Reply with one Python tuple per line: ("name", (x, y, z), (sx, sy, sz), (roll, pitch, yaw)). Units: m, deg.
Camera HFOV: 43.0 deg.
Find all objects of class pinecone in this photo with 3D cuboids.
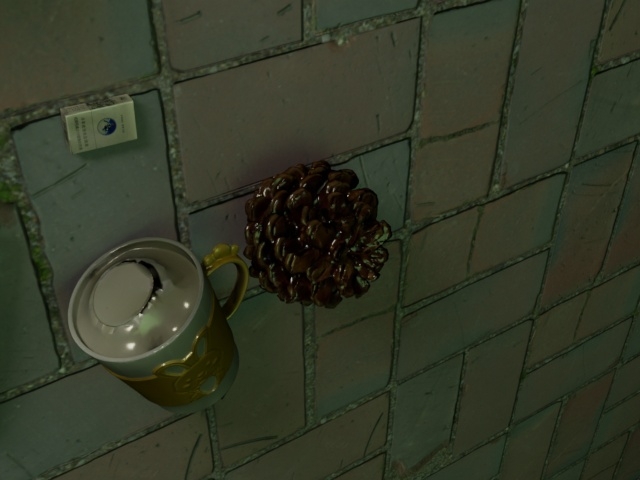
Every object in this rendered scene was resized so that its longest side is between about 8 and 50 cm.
("pinecone", (0.000, 0.000, 1.150), (0.221, 0.221, 0.222), (-21, 133, -24))

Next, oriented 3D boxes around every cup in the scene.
("cup", (-0.191, 0.110, 1.111), (0.241, 0.185, 0.226), (-38, 143, -13))

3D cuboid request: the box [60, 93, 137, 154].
("box", (-0.263, -0.139, 0.966), (0.083, 0.024, 0.054), (-18, 130, -26))
